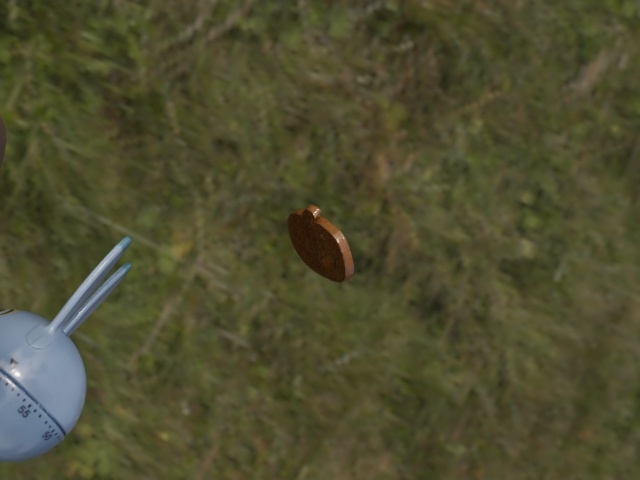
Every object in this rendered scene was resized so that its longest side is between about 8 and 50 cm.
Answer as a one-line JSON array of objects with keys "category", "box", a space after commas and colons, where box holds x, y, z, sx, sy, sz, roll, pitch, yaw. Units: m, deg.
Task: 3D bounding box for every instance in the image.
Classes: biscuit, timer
[{"category": "biscuit", "box": [0.000, 0.000, 1.654, 0.015, 0.091, 0.078, -30, 127, -26]}, {"category": "timer", "box": [-0.307, 0.104, 1.857, 0.175, 0.175, 0.255, 41, 62, -57]}]

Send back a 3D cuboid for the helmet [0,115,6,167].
[{"category": "helmet", "box": [-0.255, -0.047, 0.627, 0.197, 0.338, 0.271, -55, 158, -3]}]
